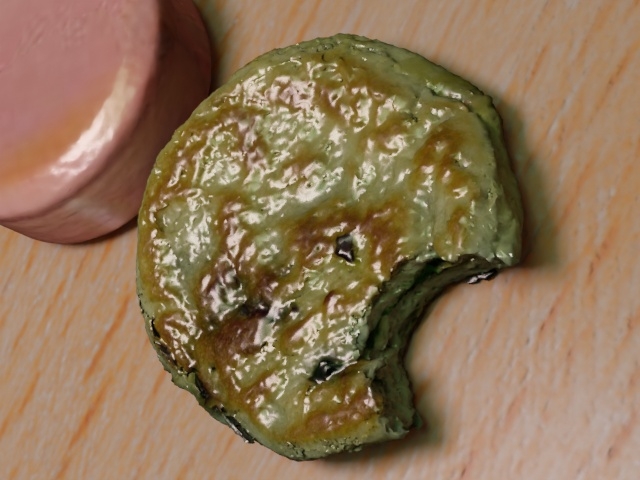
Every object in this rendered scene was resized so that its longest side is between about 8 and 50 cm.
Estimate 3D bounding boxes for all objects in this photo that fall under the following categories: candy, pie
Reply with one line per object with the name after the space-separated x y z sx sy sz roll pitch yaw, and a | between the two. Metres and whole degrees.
-0.208 -0.120 0.960 0.255 0.094 0.255 -12 66 29 | candy
-0.005 -0.004 0.801 0.302 0.067 0.303 -11 69 30 | pie
